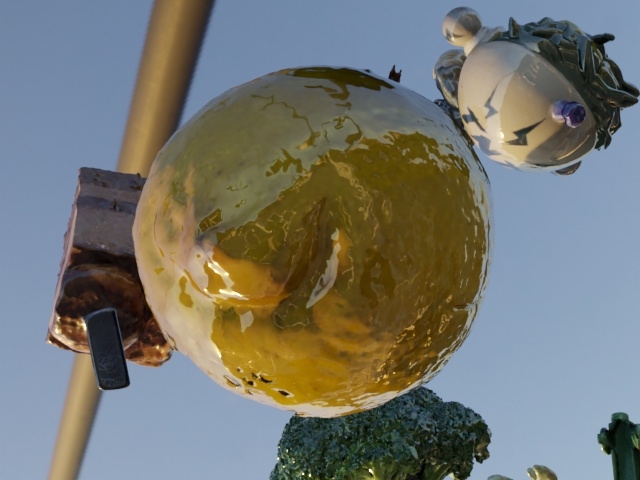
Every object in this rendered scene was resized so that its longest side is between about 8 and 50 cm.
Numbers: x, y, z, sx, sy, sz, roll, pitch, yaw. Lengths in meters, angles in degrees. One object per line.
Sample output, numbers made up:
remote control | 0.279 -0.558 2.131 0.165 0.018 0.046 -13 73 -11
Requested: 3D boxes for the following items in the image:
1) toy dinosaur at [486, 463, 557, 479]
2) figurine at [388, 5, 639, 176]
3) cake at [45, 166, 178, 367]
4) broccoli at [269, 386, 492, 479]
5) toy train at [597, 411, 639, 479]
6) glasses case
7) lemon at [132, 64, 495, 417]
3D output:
toy dinosaur | 0.336 0.466 1.620 0.205 0.092 0.393 -14 -39 19
figurine | 0.225 -0.172 1.217 0.261 0.382 0.186 32 -106 -25
cake | -0.271 0.048 1.346 0.198 0.293 0.196 15 -64 -16
broccoli | 0.071 0.295 1.222 0.294 0.265 0.245 -21 -85 -18
toy train | 0.440 0.332 1.351 0.070 0.172 0.099 -16 -31 35
glasses case | -0.215 0.110 0.965 0.033 0.083 0.023 -12 -7 -11
lemon | -0.001 0.000 0.766 0.297 0.297 0.297 -21 -46 -24
